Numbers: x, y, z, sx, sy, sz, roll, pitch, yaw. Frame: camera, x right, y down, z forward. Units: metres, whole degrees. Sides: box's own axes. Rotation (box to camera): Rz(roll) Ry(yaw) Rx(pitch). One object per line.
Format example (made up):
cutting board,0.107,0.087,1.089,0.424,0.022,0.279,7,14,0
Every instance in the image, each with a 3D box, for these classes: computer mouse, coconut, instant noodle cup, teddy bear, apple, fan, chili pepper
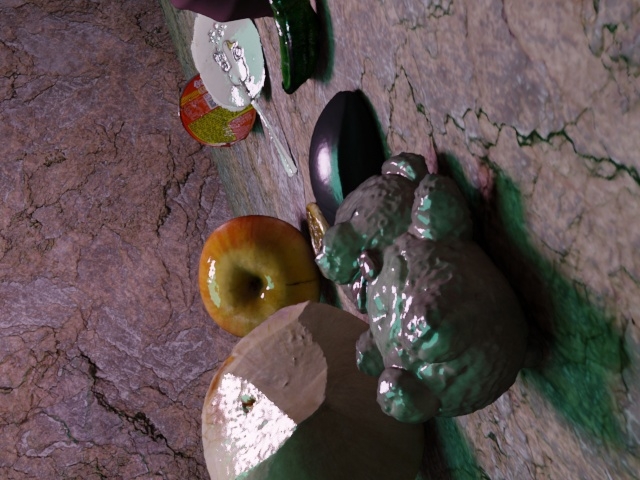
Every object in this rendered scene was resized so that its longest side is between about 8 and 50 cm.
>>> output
computer mouse,0.036,-0.064,0.907,0.137,0.086,0.270,-130,23,-63
coconut,-0.023,0.300,1.091,0.415,0.344,0.415,162,90,-82
instant noodle cup,-0.258,-0.328,1.707,0.212,0.193,0.193,-129,22,-82
teddy bear,0.091,0.039,0.648,0.267,0.151,0.236,59,142,40
apple,-0.131,0.081,1.476,0.233,0.286,0.286,-49,-58,-85
fan,-0.157,-0.318,1.406,0.415,0.012,0.233,59,140,6
chili pepper,-0.038,-0.293,0.949,0.279,0.065,0.122,89,156,-68

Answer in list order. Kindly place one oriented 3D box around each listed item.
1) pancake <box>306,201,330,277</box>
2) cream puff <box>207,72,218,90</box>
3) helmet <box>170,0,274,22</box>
pancake,0.000,0.000,1.316,0.158,0.028,0.158,165,90,-79
cream puff,-0.210,-0.368,1.534,0.094,0.116,0.122,167,100,-66
helmet,-0.166,-0.478,0.958,0.271,0.197,0.338,-118,14,-51
